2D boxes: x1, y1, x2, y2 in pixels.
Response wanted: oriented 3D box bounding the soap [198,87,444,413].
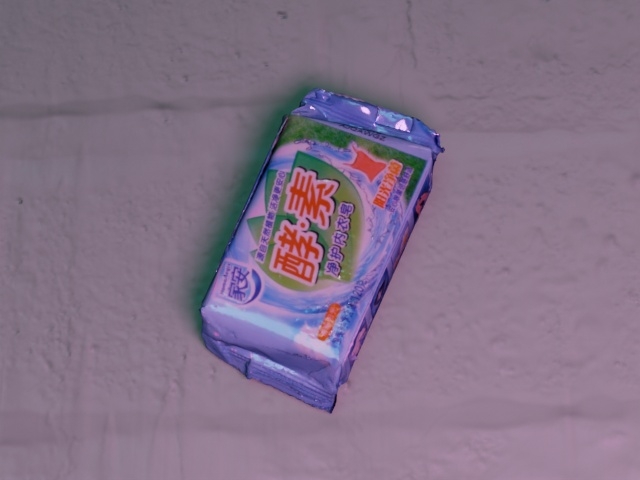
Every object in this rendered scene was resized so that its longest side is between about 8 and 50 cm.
[{"bbox_3d":[0.000,0.000,1.531,0.156,0.077,0.293,19,69,11],"label":"soap"}]
